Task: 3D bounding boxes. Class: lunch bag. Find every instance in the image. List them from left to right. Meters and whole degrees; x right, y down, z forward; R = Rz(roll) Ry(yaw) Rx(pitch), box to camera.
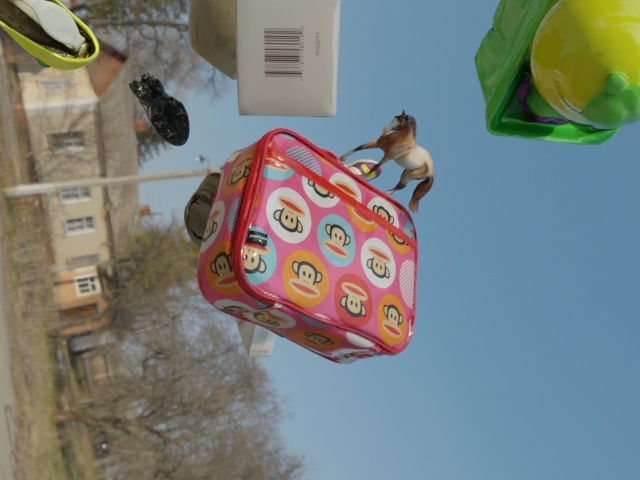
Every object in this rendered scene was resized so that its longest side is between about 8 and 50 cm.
[{"bbox_3d":[0.000,0.000,0.763,0.120,0.293,0.258,-21,-130,43],"label":"lunch bag"}]

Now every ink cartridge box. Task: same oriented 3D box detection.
[{"bbox_3d":[-0.162,0.115,1.555,0.296,0.066,0.261,-130,-129,-62],"label":"ink cartridge box"}]

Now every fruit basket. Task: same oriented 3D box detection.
[{"bbox_3d":[0.384,-0.271,0.791,0.392,0.283,0.392,-179,-90,-70],"label":"fruit basket"}]

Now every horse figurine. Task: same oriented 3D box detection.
[{"bbox_3d":[0.166,-0.160,1.252,0.174,0.263,0.066,-33,-133,21],"label":"horse figurine"}]

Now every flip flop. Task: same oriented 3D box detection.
[{"bbox_3d":[-0.235,-0.045,1.245,0.080,0.112,0.277,-62,-171,-29],"label":"flip flop"}]

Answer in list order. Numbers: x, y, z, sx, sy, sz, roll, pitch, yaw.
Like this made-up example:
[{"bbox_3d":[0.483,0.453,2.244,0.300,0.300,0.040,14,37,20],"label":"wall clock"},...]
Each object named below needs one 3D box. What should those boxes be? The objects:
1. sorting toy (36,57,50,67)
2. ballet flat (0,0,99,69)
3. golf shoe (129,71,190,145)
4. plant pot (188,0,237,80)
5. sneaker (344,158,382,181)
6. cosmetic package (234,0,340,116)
[{"bbox_3d":[-0.657,-0.472,1.441,0.042,0.061,0.102,36,-65,32],"label":"sorting toy"},{"bbox_3d":[-0.308,-0.246,0.573,0.077,0.231,0.077,25,-99,41],"label":"ballet flat"},{"bbox_3d":[-0.320,-0.260,1.245,0.198,0.077,0.094,56,-10,24],"label":"golf shoe"},{"bbox_3d":[-0.201,-0.497,1.422,0.191,0.284,0.284,-52,-141,10],"label":"plant pot"},{"bbox_3d":[0.069,-0.149,1.479,0.069,0.185,0.084,96,-17,-50],"label":"sneaker"},{"bbox_3d":[-0.061,-0.345,1.005,0.365,0.155,0.197,-97,-172,-62],"label":"cosmetic package"}]
